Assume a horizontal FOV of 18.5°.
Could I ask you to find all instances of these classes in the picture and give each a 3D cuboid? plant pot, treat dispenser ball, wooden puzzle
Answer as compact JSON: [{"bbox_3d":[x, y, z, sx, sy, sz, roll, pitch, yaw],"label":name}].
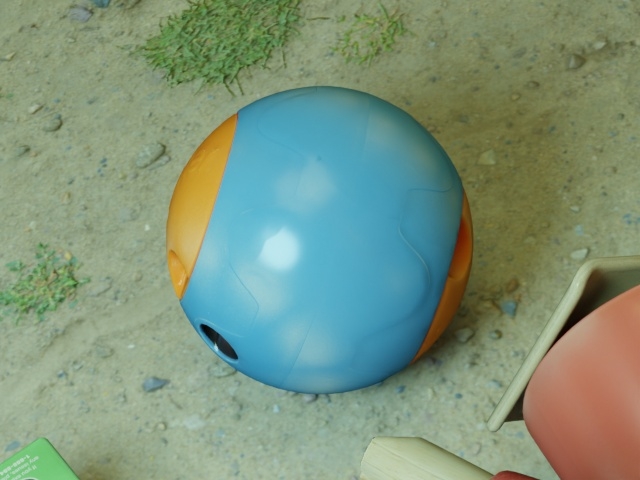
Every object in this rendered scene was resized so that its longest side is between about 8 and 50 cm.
[{"bbox_3d":[0.334,0.190,1.614,0.275,0.275,0.243,-19,56,-4],"label":"plant pot"},{"bbox_3d":[0.000,0.000,1.841,0.288,0.288,0.288,-8,46,8],"label":"treat dispenser ball"},{"bbox_3d":[0.273,0.076,1.695,0.238,0.221,0.044,-7,53,-27],"label":"wooden puzzle"}]

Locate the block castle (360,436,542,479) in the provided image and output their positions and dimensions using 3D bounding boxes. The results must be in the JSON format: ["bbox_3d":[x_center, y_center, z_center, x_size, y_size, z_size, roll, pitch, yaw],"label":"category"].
[{"bbox_3d":[0.057,0.396,1.402,0.213,0.303,0.453,25,72,39],"label":"block castle"}]

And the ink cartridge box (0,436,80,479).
[{"bbox_3d":[-0.238,0.340,1.698,0.211,0.121,0.289,-34,49,-16],"label":"ink cartridge box"}]
